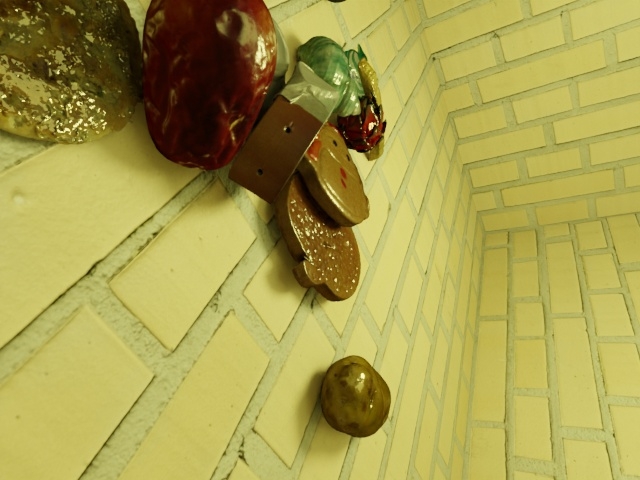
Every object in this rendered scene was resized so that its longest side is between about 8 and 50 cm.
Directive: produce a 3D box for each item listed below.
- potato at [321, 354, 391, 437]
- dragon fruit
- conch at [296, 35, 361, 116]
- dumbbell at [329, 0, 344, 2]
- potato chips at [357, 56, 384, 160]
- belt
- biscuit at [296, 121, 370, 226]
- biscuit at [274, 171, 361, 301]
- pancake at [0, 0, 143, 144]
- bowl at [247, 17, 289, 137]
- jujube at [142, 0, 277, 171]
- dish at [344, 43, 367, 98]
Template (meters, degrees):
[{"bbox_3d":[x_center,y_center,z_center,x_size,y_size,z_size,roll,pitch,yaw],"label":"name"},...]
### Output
[{"bbox_3d":[0.110,0.443,1.150,0.195,0.176,0.369,52,3,36],"label":"potato"},{"bbox_3d":[0.137,-0.396,1.387,0.188,0.182,0.182,62,36,-25],"label":"dragon fruit"},{"bbox_3d":[0.024,-0.489,1.248,0.277,0.195,0.220,41,15,-12],"label":"conch"},{"bbox_3d":[0.061,-0.971,1.446,0.143,0.143,0.325,33,55,-51],"label":"dumbbell"},{"bbox_3d":[0.193,-0.453,1.479,0.057,0.080,0.407,-43,140,-27],"label":"potato chips"},{"bbox_3d":[-0.075,-0.240,0.894,0.122,0.217,0.338,33,58,-9],"label":"belt"},{"bbox_3d":[0.032,-0.223,1.191,0.359,0.074,0.381,42,36,-41],"label":"biscuit"},{"bbox_3d":[-0.008,0.002,1.128,0.394,0.070,0.350,62,31,-23],"label":"biscuit"},{"bbox_3d":[-0.403,-0.309,0.590,0.356,0.065,0.355,19,67,-54],"label":"pancake"},{"bbox_3d":[-0.172,-0.411,0.904,0.345,0.157,0.345,21,65,-55],"label":"bowl"},{"bbox_3d":[-0.197,-0.287,0.711,0.223,0.223,0.317,-25,139,-58],"label":"jujube"},{"bbox_3d":[0.114,-0.603,1.495,0.224,0.078,0.246,42,49,-46],"label":"dish"}]
